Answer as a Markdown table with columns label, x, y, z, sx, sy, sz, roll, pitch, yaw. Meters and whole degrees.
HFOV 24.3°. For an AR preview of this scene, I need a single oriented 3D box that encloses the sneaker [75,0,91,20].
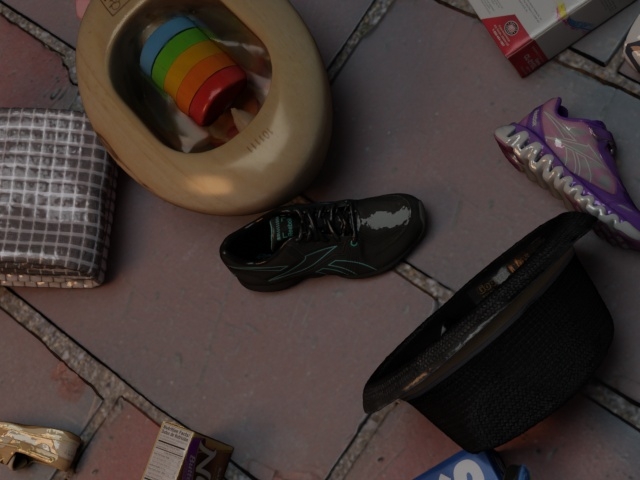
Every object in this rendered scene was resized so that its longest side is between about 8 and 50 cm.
| label | x | y | z | sx | sy | sz | roll | pitch | yaw |
| --- | --- | --- | --- | --- | --- | --- | --- | --- | --- |
| sneaker | -0.337 | -0.388 | 2.159 | 0.051 | 0.070 | 0.134 | 13 | 79 | 26 |

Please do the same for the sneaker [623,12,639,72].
| label | x | y | z | sx | sy | sz | roll | pitch | yaw |
| --- | --- | --- | --- | --- | --- | --- | --- | --- | --- |
| sneaker | 0.471 | -0.279 | 1.723 | 0.153 | 0.094 | 0.235 | 30 | 87 | 29 |

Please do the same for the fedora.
| label | x | y | z | sx | sy | sz | roll | pitch | yaw |
| --- | --- | --- | --- | --- | --- | --- | --- | --- | --- |
| fedora | 0.209 | 0.120 | 1.640 | 0.334 | 0.334 | 0.152 | -41 | 90 | 8 |

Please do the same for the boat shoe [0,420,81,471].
| label | x | y | z | sx | sy | sz | roll | pitch | yaw |
| --- | --- | --- | --- | --- | --- | --- | --- | --- | --- |
| boat shoe | -0.399 | 0.275 | 1.963 | 0.170 | 0.063 | 0.059 | 1 | 67 | 25 |

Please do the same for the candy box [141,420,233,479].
| label | x | y | z | sx | sy | sz | roll | pitch | yaw |
| --- | --- | --- | --- | --- | --- | --- | --- | --- | --- |
| candy box | -0.180 | 0.324 | 1.815 | 0.053 | 0.109 | 0.187 | 16 | 79 | 29 |

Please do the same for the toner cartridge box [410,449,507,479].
| label | x | y | z | sx | sy | sz | roll | pitch | yaw |
| --- | --- | --- | --- | --- | --- | --- | --- | --- | --- |
| toner cartridge box | 0.193 | 0.411 | 1.626 | 0.165 | 0.075 | 0.348 | -34 | 62 | 12 |

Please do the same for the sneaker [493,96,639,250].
| label | x | y | z | sx | sy | sz | roll | pitch | yaw |
| --- | --- | --- | --- | --- | --- | --- | --- | --- | --- |
| sneaker | 0.313 | -0.086 | 1.737 | 0.104 | 0.095 | 0.236 | -43 | 59 | -3 |

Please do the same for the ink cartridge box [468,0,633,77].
| label | x | y | z | sx | sy | sz | roll | pitch | yaw |
| --- | --- | --- | --- | --- | --- | --- | --- | --- | --- |
| ink cartridge box | 0.282 | -0.306 | 1.833 | 0.175 | 0.072 | 0.127 | -34 | 61 | 11 |

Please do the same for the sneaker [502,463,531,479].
| label | x | y | z | sx | sy | sz | roll | pitch | yaw |
| --- | --- | --- | --- | --- | --- | --- | --- | --- | --- |
| sneaker | 0.162 | 0.316 | 1.592 | 0.078 | 0.067 | 0.188 | 34 | 91 | 24 |

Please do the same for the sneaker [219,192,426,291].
| label | x | y | z | sx | sy | sz | roll | pitch | yaw |
| --- | --- | --- | --- | --- | --- | --- | --- | --- | --- |
| sneaker | 0.000 | 0.000 | 1.845 | 0.267 | 0.106 | 0.101 | -18 | 64 | 17 |

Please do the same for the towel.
| label | x | y | z | sx | sy | sz | roll | pitch | yaw |
| --- | --- | --- | --- | --- | --- | --- | --- | --- | --- |
| towel | -0.422 | -0.062 | 2.009 | 0.283 | 0.121 | 0.235 | 4 | 74 | 1 |

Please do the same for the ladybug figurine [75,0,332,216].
| label | x | y | z | sx | sy | sz | roll | pitch | yaw |
| --- | --- | --- | --- | --- | --- | --- | --- | --- | --- |
| ladybug figurine | -0.145 | -0.202 | 1.949 | 0.305 | 0.162 | 0.449 | -43 | 60 | 6 |
